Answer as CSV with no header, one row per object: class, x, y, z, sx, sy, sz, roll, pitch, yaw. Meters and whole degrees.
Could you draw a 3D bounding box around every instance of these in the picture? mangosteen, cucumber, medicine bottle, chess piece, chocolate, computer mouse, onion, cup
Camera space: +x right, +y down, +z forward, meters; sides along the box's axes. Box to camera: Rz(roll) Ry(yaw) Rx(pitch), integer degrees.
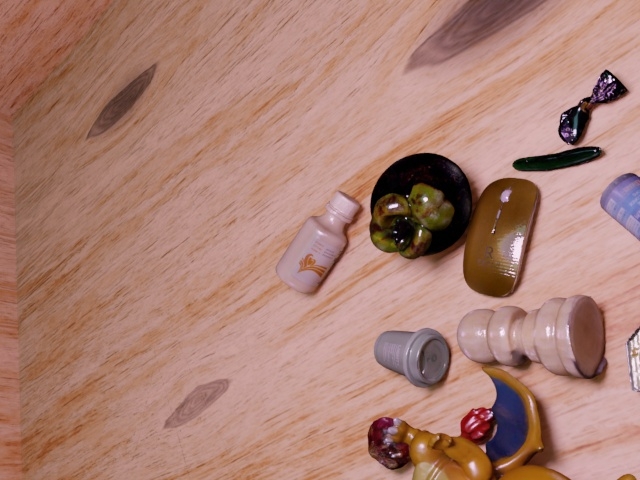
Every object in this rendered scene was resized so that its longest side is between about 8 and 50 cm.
mangosteen,0.200,-0.068,1.406,0.243,0.243,0.243,-15,67,38
cucumber,0.458,-0.156,1.337,0.184,0.033,0.036,-6,98,41
medicine bottle,0.000,0.000,1.641,0.114,0.114,0.252,44,107,41
chess piece,0.366,0.177,1.251,0.261,0.143,0.142,-9,71,44
chocolate,0.506,-0.254,1.305,0.147,0.070,0.072,-45,23,21
computer mouse,0.357,-0.011,1.366,0.126,0.056,0.245,12,83,43
onion,0.144,0.411,1.398,0.107,0.097,0.107,31,129,48
medicine bottle,0.571,-0.026,1.158,0.083,0.083,0.203,-50,51,18
cup,0.181,0.235,1.408,0.141,0.120,0.120,0,76,51

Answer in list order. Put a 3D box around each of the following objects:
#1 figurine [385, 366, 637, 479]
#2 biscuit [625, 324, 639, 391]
figurine,0.292,0.427,1.141,0.387,0.268,0.401,17,83,46
biscuit,0.614,0.164,1.083,0.250,0.046,0.147,-15,68,37
